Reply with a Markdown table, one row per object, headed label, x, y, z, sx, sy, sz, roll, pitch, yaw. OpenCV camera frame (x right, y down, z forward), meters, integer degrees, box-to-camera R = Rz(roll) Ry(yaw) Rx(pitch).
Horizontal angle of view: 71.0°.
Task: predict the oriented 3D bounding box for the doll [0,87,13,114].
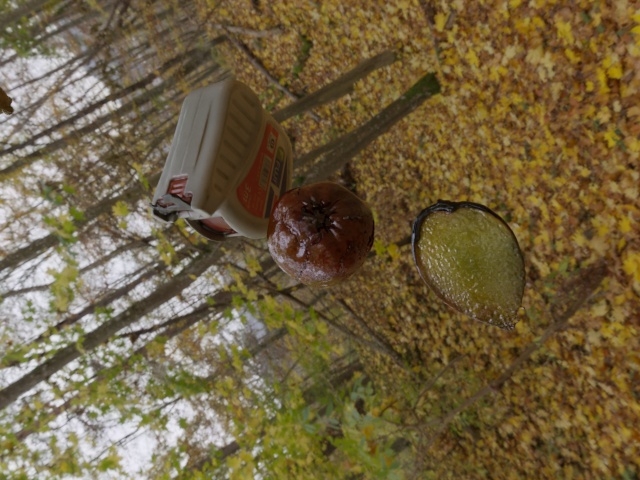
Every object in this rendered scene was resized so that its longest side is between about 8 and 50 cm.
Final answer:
| label | x | y | z | sx | sy | sz | roll | pitch | yaw |
| --- | --- | --- | --- | --- | --- | --- | --- | --- | --- |
| doll | -0.434 | -0.181 | 0.580 | 0.093 | 0.061 | 0.051 | -6 | 84 | 50 |

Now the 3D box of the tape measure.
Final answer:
| label | x | y | z | sx | sy | sz | roll | pitch | yaw |
| --- | --- | --- | --- | --- | --- | --- | --- | --- | --- |
| tape measure | -0.158 | -0.121 | 0.781 | 0.265 | 0.129 | 0.259 | 41 | -130 | -54 |

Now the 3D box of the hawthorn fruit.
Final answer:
| label | x | y | z | sx | sy | sz | roll | pitch | yaw |
| --- | --- | --- | --- | --- | --- | --- | --- | --- | --- |
| hawthorn fruit | 0.000 | 0.000 | 0.633 | 0.148 | 0.148 | 0.172 | 53 | 165 | 22 |

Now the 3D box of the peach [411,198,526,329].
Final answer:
| label | x | y | z | sx | sy | sz | roll | pitch | yaw |
| --- | --- | --- | --- | --- | --- | --- | --- | --- | --- |
| peach | 0.295 | 0.044 | 0.876 | 0.280 | 0.189 | 0.068 | 61 | -159 | 5 |
